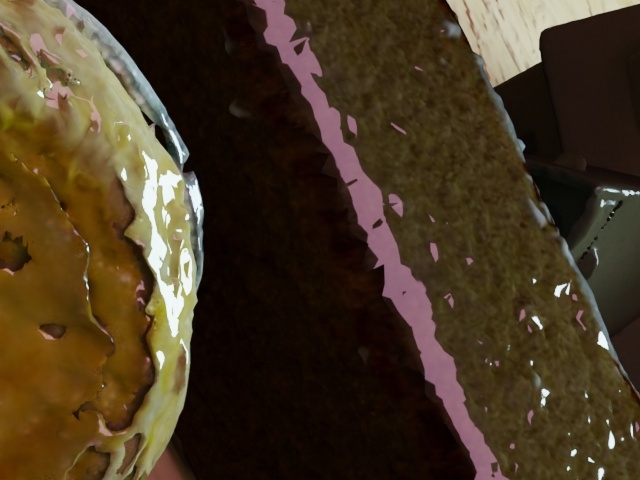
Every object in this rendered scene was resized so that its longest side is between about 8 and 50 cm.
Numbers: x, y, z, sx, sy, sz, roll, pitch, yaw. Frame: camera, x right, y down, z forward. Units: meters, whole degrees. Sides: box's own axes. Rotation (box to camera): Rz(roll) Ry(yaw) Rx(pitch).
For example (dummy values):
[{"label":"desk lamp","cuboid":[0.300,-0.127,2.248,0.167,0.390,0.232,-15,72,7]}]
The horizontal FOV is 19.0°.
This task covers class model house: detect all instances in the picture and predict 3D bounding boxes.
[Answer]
[{"label":"model house","cuboid":[0.167,-0.003,0.803,0.204,0.243,0.211,5,69,-39]}]

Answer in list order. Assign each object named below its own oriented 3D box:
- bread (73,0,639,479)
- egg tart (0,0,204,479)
[{"label":"bread","cuboid":[0.000,0.000,0.717,0.113,0.165,0.417,-24,88,-42]},{"label":"egg tart","cuboid":[-0.152,0.012,0.597,0.234,0.094,0.234,-5,111,-15]}]
